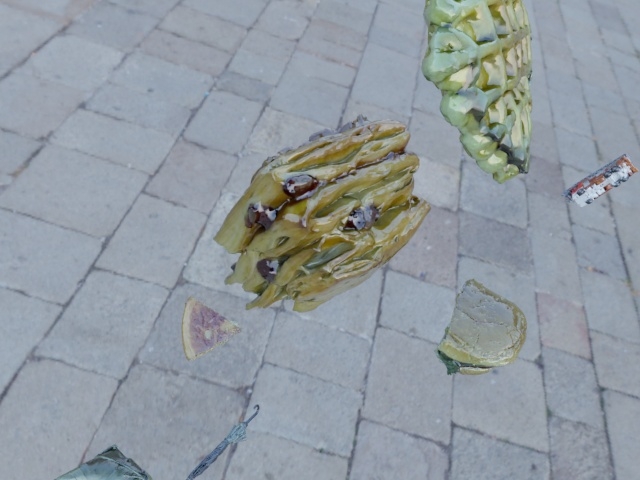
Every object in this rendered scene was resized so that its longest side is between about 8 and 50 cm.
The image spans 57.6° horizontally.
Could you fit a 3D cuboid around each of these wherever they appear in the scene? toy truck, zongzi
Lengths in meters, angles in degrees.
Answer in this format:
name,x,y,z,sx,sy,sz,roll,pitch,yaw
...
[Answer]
name,x,y,z,sx,sy,sz,roll,pitch,yaw
toy truck,0.318,-0.067,0.669,0.024,0.083,0.032,38,35,-17
zongzi,-0.329,0.378,0.899,0.109,0.055,0.119,26,13,22

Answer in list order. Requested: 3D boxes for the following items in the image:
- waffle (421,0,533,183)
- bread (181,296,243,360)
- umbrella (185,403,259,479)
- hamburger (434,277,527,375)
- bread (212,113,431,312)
name,x,y,z,sx,sy,sz,roll,pitch,yaw
waffle,0.135,-0.155,0.471,0.054,0.214,0.208,-9,61,31
bread,-0.281,0.229,1.397,0.154,0.054,0.136,28,72,2
umbrella,-0.206,0.446,1.246,0.044,0.044,0.269,17,33,26
hamburger,0.449,0.248,1.591,0.211,0.132,0.309,25,47,16
bread,0.000,0.000,0.895,0.314,0.370,0.191,-32,76,-38
